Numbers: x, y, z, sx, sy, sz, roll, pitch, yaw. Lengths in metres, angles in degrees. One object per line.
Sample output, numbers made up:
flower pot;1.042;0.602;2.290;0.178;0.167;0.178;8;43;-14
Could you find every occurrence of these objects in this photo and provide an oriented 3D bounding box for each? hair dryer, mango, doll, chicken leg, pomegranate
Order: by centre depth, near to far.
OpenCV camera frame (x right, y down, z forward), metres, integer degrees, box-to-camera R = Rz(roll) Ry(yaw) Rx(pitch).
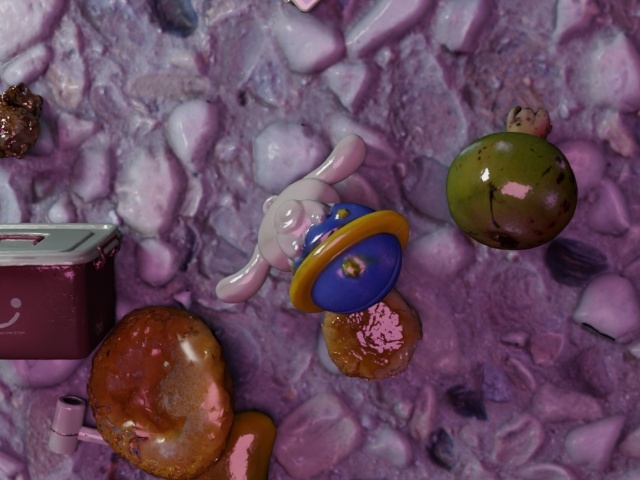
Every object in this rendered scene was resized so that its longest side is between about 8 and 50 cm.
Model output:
pomegranate;0.260;-0.085;1.181;0.179;0.210;0.179;-3;137;-2
doll;-0.024;0.017;1.184;0.311;0.159;0.243;-39;70;12
chicken leg;-0.509;-0.183;1.266;0.196;0.080;0.125;8;88;10
mango;-0.138;0.351;1.307;0.122;0.085;0.191;12;89;15
hair dryer;-0.355;0.301;1.333;0.137;0.047;0.082;15;98;-4

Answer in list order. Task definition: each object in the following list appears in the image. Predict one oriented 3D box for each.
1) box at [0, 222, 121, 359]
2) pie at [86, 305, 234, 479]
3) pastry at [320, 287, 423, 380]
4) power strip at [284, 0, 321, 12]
box;-0.443;0.072;1.240;0.294;0.193;0.168;0;106;4
pie;-0.239;0.231;1.273;0.273;0.069;0.273;-2;84;24
pastry;0.075;0.135;1.257;0.153;0.081;0.153;1;96;5
power strip;0.016;-0.412;1.210;0.192;0.035;0.081;-41;93;9
